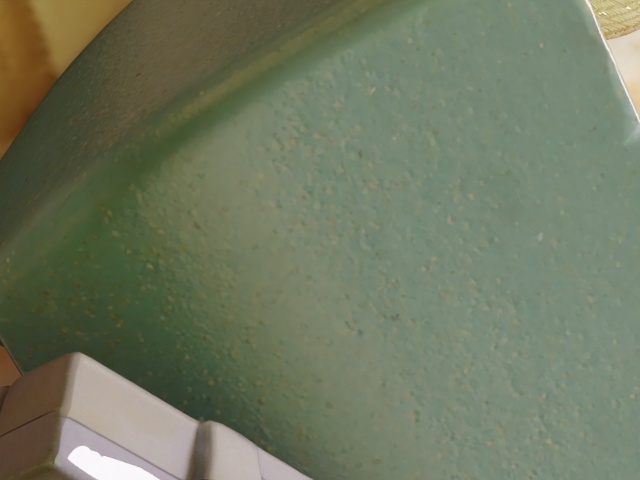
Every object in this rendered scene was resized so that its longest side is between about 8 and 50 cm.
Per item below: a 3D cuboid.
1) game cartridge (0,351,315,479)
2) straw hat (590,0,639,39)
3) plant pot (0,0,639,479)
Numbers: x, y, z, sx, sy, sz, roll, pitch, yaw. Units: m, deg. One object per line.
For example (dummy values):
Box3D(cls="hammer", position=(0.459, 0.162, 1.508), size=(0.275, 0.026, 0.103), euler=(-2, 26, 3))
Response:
Box3D(cls="game cartridge", position=(-0.036, 0.174, 0.769), size=(0.355, 0.230, 0.068), euler=(35, 49, -33))
Box3D(cls="straw hat", position=(0.144, -0.160, 0.915), size=(0.144, 0.061, 0.144), euler=(-5, 105, -19))
Box3D(cls="plant pot", position=(0.000, 0.000, 0.813), size=(0.252, 0.248, 0.247), euler=(-26, 111, 2))
